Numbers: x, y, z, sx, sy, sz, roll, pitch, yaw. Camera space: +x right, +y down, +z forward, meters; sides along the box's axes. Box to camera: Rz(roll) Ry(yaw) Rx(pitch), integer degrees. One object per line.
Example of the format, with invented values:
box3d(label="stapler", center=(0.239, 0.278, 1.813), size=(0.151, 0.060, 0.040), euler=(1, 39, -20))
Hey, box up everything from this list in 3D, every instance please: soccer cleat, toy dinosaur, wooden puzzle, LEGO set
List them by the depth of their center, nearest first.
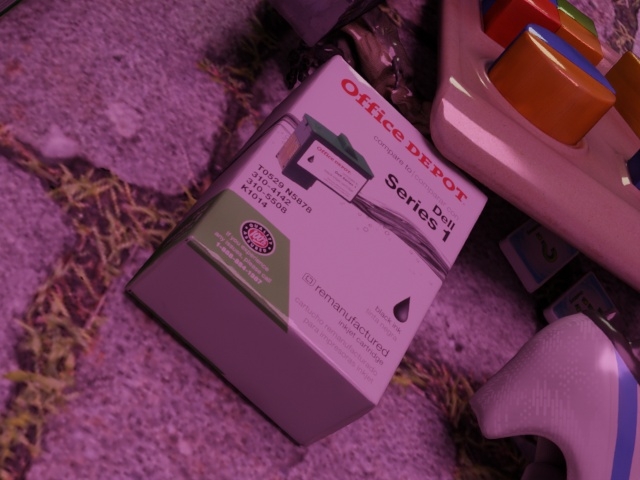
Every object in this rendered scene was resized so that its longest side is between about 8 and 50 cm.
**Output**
box3d(label="soccer cleat", center=(0.225, 0.198, 0.853), size=(0.331, 0.143, 0.116), euler=(56, 2, -19))
box3d(label="toy dinosaur", center=(0.018, -0.175, 0.942), size=(0.118, 0.064, 0.268), euler=(-6, 64, -42))
box3d(label="wooden puzzle", center=(0.240, -0.105, 0.980), size=(0.322, 0.080, 0.348), euler=(34, 32, -13))
box3d(label="LEGO set", center=(0.278, 0.025, 1.016), size=(0.244, 0.060, 0.182), euler=(-31, 89, -44))

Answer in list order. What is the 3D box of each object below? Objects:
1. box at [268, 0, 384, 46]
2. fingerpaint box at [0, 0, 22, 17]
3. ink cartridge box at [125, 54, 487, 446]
box3d(label="box", center=(0.103, -0.285, 0.879), size=(0.076, 0.242, 0.307), euler=(47, 35, -1))
box3d(label="fingerpaint box", center=(-0.225, -0.384, 0.761), size=(0.371, 0.163, 0.445), euler=(46, 57, -5))
box3d(label="ink cartridge box", center=(0.000, 0.000, 0.797), size=(0.160, 0.092, 0.219), euler=(42, 47, -10))
